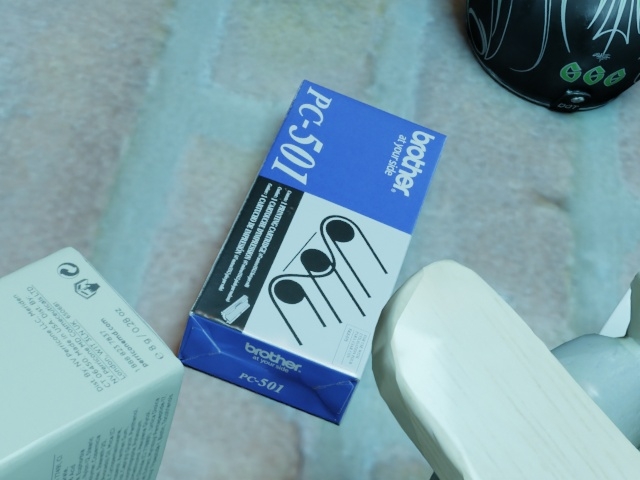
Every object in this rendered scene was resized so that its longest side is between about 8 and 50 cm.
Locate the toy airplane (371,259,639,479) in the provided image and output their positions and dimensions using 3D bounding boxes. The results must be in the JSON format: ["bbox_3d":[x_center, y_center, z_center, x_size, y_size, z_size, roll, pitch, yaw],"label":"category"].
[{"bbox_3d":[0.205,0.209,0.682,0.384,0.272,0.386,3,84,-1],"label":"toy airplane"}]

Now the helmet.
[{"bbox_3d":[0.177,-0.187,1.066,0.169,0.161,0.169,9,47,-10],"label":"helmet"}]

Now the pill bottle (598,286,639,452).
[{"bbox_3d":[0.247,0.101,0.854,0.215,0.117,0.117,34,48,14],"label":"pill bottle"}]

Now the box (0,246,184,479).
[{"bbox_3d":[-0.198,0.115,0.707,0.275,0.113,0.094,-27,60,-36],"label":"box"}]

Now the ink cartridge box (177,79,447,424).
[{"bbox_3d":[0.000,0.000,0.919,0.097,0.046,0.207,21,46,1],"label":"ink cartridge box"}]
